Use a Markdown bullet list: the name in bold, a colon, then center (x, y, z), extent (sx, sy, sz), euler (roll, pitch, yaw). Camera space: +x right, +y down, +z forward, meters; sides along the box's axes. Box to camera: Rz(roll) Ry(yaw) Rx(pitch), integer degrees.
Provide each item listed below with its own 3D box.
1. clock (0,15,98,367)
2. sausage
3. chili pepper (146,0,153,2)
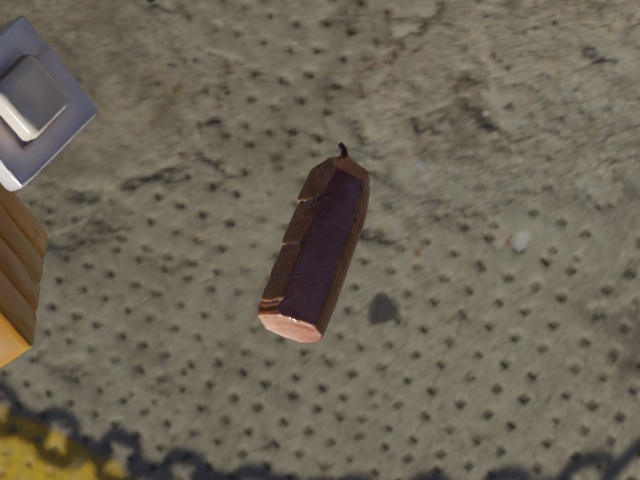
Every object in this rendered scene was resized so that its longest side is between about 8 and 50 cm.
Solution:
- **clock**: center (-0.225, -0.003, 0.625), extent (0.309, 0.235, 0.166), euler (-11, 123, 50)
- **sausage**: center (0.000, 0.000, 1.396), extent (0.065, 0.065, 0.169), euler (14, 68, 17)
- **chili pepper**: center (-0.192, -0.265, 1.192), extent (0.227, 0.059, 0.088), euler (29, 105, -27)
